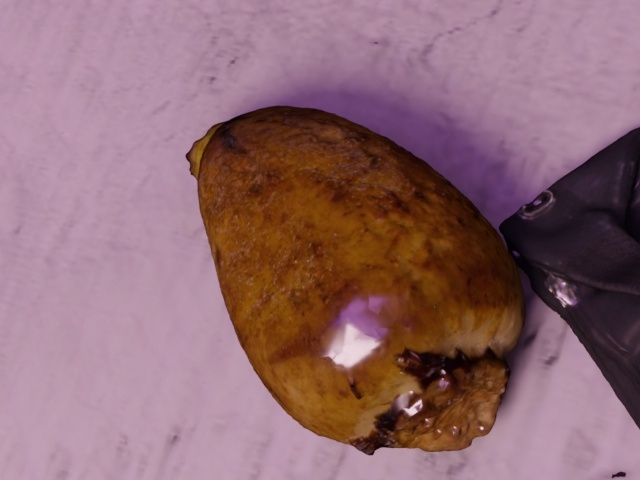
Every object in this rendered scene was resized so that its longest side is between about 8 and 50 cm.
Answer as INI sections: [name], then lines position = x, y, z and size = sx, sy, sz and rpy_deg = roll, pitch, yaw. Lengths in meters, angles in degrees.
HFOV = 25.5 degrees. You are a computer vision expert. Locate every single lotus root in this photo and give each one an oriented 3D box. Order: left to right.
[lotus root]
position = 0.000, 0.000, 0.567
size = 0.108, 0.094, 0.191
rpy_deg = -27, 55, -20

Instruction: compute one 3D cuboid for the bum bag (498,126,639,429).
[bum bag]
position = 0.160, 0.055, 0.490
size = 0.123, 0.060, 0.248
rpy_deg = -38, 62, 16
